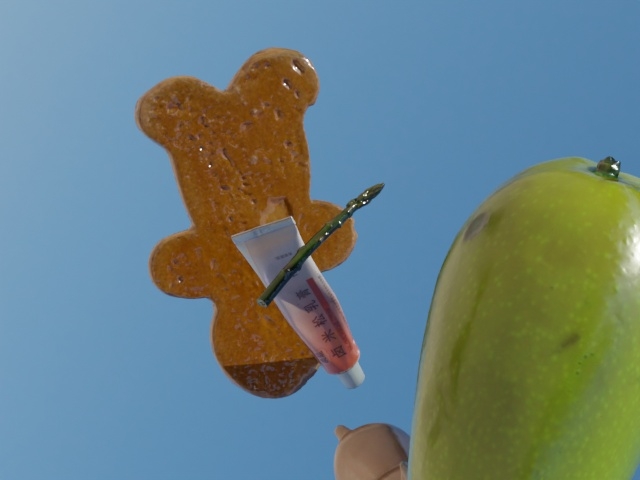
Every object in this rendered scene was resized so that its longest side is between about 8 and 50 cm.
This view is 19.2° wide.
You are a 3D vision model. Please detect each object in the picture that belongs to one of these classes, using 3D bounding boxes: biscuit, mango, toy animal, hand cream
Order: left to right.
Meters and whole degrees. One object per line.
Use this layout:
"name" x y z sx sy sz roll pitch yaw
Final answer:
"biscuit" -0.071 -0.009 1.788 0.049 0.205 0.324 180 -105 -72
"hand cream" -0.008 0.060 1.730 0.052 0.216 0.038 -38 -141 -7
"toy animal" 0.057 0.177 1.358 0.150 0.083 0.089 30 -59 48
"mango" 0.119 0.095 1.050 0.175 0.143 0.293 26 79 -71

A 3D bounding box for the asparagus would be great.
"asparagus" 0.000 0.000 1.601 0.163 0.016 0.016 -45 -170 -28
